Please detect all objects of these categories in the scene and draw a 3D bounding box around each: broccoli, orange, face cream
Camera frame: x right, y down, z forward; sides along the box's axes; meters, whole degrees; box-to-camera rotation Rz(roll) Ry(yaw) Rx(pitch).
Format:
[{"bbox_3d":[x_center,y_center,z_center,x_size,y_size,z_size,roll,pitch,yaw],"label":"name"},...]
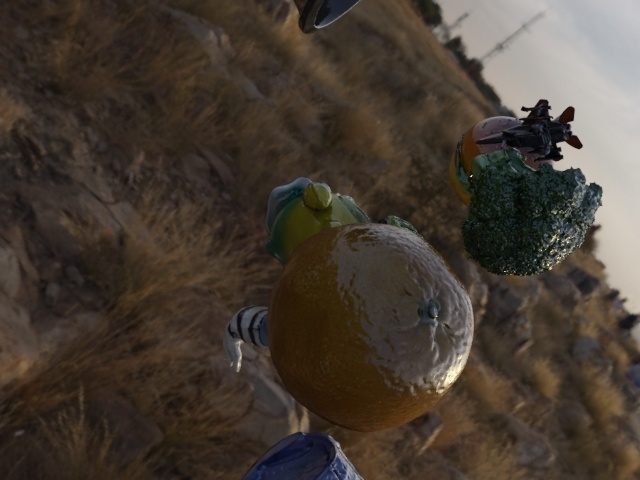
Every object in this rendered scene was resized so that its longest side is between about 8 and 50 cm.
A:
[{"bbox_3d":[0.366,-0.061,1.283,0.245,0.265,0.294,63,10,13],"label":"broccoli"},{"bbox_3d":[0.059,0.101,0.860,0.264,0.264,0.264,46,17,-18],"label":"orange"},{"bbox_3d":[-0.022,0.533,1.391,0.225,0.249,0.249,57,14,-15],"label":"face cream"}]

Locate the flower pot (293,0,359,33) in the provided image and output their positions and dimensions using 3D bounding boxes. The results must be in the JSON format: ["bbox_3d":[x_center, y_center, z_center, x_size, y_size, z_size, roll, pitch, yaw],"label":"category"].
[{"bbox_3d":[0.023,-0.444,0.999,0.166,0.269,0.269,48,16,-3],"label":"flower pot"}]

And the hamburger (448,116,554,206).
[{"bbox_3d":[0.417,-0.171,1.601,0.246,0.170,0.246,10,53,-13],"label":"hamburger"}]

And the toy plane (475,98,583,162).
[{"bbox_3d":[0.373,-0.189,1.294,0.130,0.189,0.061,64,30,-30],"label":"toy plane"}]

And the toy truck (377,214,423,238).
[{"bbox_3d":[0.133,0.045,1.380,0.077,0.169,0.100,23,13,-35],"label":"toy truck"}]

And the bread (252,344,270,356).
[{"bbox_3d":[-0.147,0.282,2.256,0.077,0.152,0.105,33,30,-31],"label":"bread"}]

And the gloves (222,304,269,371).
[{"bbox_3d":[-0.152,0.200,1.551,0.140,0.218,0.131,-34,110,-36],"label":"gloves"}]

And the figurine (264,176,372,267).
[{"bbox_3d":[0.000,0.000,1.573,0.340,0.231,0.324,-134,-155,-64],"label":"figurine"}]
